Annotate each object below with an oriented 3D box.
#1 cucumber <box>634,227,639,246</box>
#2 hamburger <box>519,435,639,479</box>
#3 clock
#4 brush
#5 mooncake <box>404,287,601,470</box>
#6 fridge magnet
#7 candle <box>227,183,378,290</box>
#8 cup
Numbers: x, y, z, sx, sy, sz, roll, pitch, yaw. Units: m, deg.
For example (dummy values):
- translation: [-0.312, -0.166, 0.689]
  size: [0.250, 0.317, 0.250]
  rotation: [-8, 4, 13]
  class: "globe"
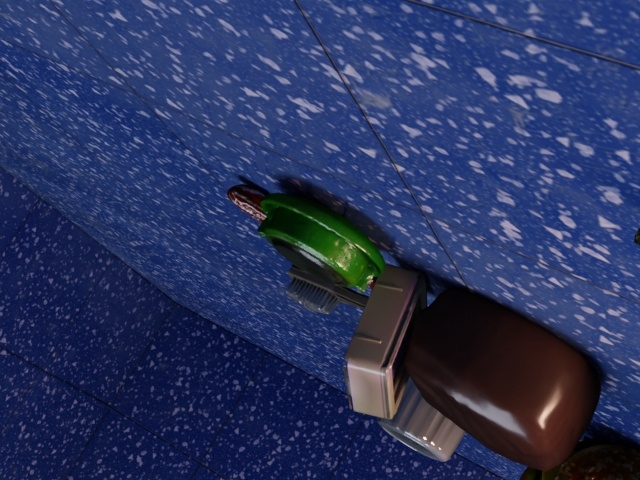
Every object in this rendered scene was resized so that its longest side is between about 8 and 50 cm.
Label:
- translation: [0.339, 0.023, 0.916]
  size: [0.134, 0.033, 0.034]
  rotation: [30, 172, 6]
  class: "cucumber"
- translation: [0.513, 0.496, 1.917]
  size: [0.291, 0.291, 0.225]
  rotation: [32, 168, -6]
  class: "hamburger"
- translation: [0.101, 0.151, 1.578]
  size: [0.071, 0.192, 0.147]
  rotation: [13, 142, 17]
  class: "clock"
- translation: [0.046, 0.125, 2.029]
  size: [0.327, 0.065, 0.070]
  rotation: [18, 163, 43]
  class: "brush"
- translation: [0.262, 0.214, 1.589]
  size: [0.333, 0.174, 0.326]
  rotation: [33, 171, -15]
  class: "mooncake"
- translation: [0.000, 0.000, 1.540]
  size: [0.208, 0.088, 0.208]
  rotation: [30, 168, 7]
  class: "fridge magnet"
- translation: [-0.004, 0.002, 1.669]
  size: [0.329, 0.048, 0.051]
  rotation: [32, 142, -3]
  class: "candle"
- translation: [0.198, 0.278, 1.928]
  size: [0.167, 0.202, 0.221]
  rotation: [39, 164, -28]
  class: "cup"
